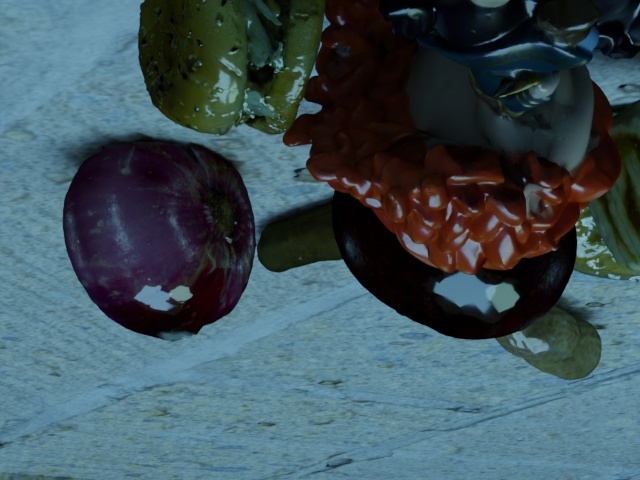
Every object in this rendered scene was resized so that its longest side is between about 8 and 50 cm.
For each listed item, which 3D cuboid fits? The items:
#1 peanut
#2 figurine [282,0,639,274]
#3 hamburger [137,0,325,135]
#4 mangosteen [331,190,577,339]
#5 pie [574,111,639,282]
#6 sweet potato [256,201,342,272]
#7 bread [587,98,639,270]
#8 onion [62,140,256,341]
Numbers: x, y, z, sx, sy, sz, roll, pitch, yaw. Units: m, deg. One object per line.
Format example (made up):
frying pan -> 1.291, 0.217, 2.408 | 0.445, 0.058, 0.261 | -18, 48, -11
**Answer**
peanut -> 0.300, 0.130, 2.424 | 0.104, 0.085, 0.228 | -1, 164, 29
figurine -> 0.148, -0.140, 1.385 | 0.306, 0.241, 0.412 | -19, 157, -40
hamburger -> -0.066, -0.162, 1.315 | 0.113, 0.177, 0.185 | 9, -173, -16
mangosteen -> 0.143, -0.041, 1.696 | 0.235, 0.235, 0.261 | 16, 115, -46
pie -> 0.312, -0.043, 1.844 | 0.274, 0.055, 0.274 | 5, 145, 3
sweet potato -> -0.006, -0.001, 2.004 | 0.081, 0.062, 0.233 | 11, 160, -42
bread -> 0.405, -0.082, 1.585 | 0.338, 0.155, 0.187 | -14, 173, -19
onion -> -0.157, 0.007, 1.812 | 0.201, 0.200, 0.207 | -4, 157, 4
